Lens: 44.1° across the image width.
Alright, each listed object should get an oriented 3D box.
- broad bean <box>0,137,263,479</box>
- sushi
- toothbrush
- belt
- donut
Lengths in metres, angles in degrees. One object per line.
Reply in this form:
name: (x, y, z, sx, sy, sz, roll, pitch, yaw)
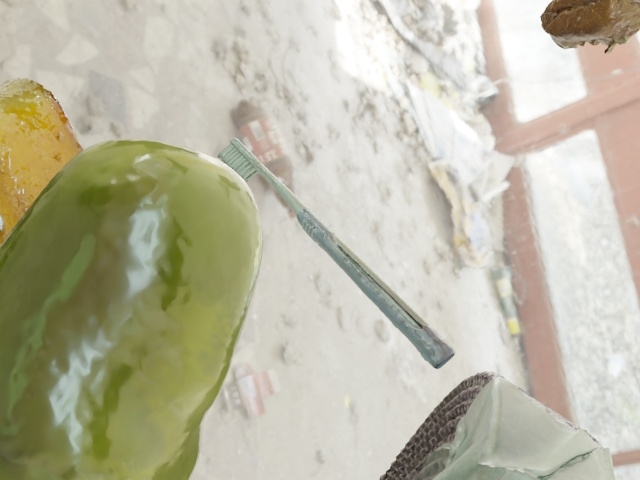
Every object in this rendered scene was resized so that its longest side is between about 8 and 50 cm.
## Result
broad bean: (-0.092, 0.042, 0.340, 0.082, 0.125, 0.174, 44, 59, -69)
sushi: (0.240, -0.192, 0.677, 0.060, 0.118, 0.061, 9, 103, -28)
toothbrush: (0.000, 0.000, 0.468, 0.219, 0.019, 0.016, 44, -7, 34)
belt: (0.071, 0.231, 0.484, 0.122, 0.260, 0.324, 35, 51, 2)
donut: (-0.233, -0.027, 0.613, 0.075, 0.174, 0.190, -28, 104, -38)
